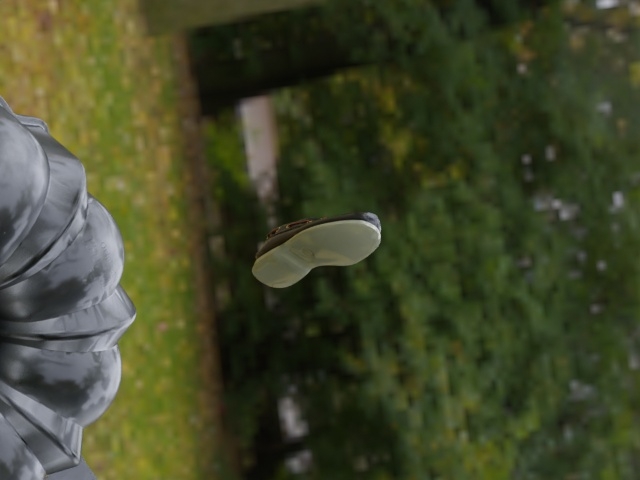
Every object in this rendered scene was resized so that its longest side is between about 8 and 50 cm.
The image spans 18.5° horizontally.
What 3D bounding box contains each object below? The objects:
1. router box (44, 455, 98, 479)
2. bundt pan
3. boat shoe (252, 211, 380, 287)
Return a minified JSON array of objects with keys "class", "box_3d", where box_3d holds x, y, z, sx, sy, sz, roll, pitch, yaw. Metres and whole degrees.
[{"class":"router box","box_3d":[-0.245,0.391,1.926,0.309,0.243,0.081,55,36,-2]},{"class":"bundt pan","box_3d":[-0.260,0.057,1.263,0.124,0.331,0.331,23,-54,52]},{"class":"boat shoe","box_3d":[-0.001,-0.001,1.558,0.049,0.133,0.042,41,51,-25]}]
